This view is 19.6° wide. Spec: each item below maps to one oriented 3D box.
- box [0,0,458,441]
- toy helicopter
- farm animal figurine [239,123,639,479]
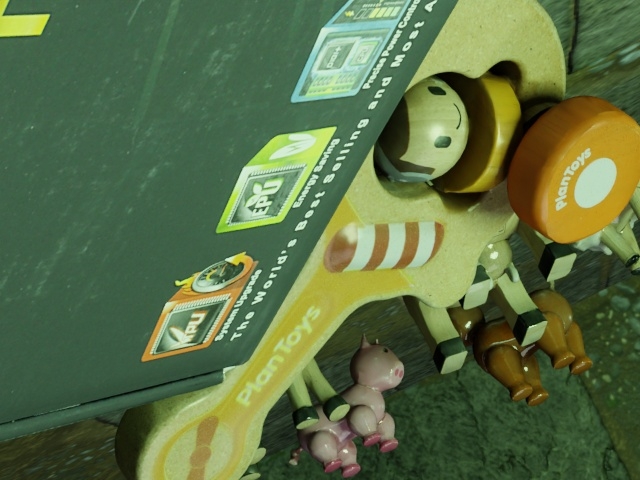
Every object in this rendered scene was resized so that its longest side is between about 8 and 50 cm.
[{"bbox_3d":[-0.063,-0.113,0.360,0.318,0.097,0.395,-8,137,-50],"label":"box"},{"bbox_3d":[0.000,0.000,1.028,0.355,0.140,0.235,-52,139,3],"label":"toy helicopter"},{"bbox_3d":[0.066,0.023,1.388,0.330,0.172,0.327,-9,148,-33],"label":"farm animal figurine"}]
